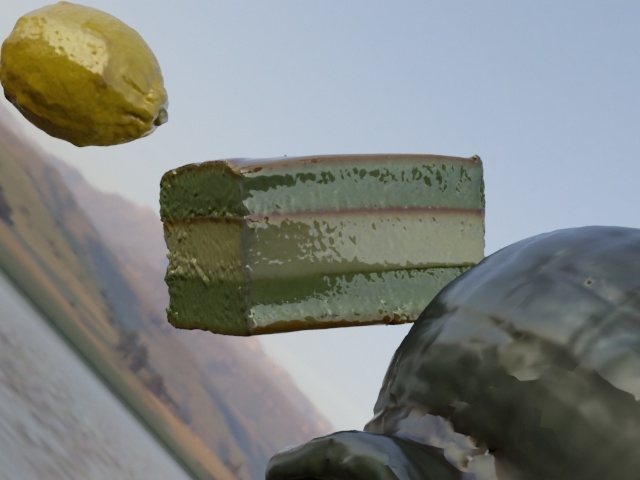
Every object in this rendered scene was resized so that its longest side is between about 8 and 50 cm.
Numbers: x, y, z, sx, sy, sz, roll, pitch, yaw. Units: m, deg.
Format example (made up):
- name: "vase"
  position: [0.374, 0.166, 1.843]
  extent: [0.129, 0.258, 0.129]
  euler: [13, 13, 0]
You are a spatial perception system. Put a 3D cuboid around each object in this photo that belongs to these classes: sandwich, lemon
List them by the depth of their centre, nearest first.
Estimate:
- name: "sandwich"
  position: [0.000, 0.000, 0.805]
  extent: [0.144, 0.187, 0.117]
  euler: [-176, -97, -67]
- name: "lemon"
  position: [-0.192, -0.133, 0.963]
  extent: [0.155, 0.114, 0.114]
  euler: [24, -18, 13]

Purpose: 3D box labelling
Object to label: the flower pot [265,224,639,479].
- name: "flower pot"
  position: [0.133, 0.154, 0.521]
  extent: [0.302, 0.213, 0.302]
  euler: [49, -19, 24]
